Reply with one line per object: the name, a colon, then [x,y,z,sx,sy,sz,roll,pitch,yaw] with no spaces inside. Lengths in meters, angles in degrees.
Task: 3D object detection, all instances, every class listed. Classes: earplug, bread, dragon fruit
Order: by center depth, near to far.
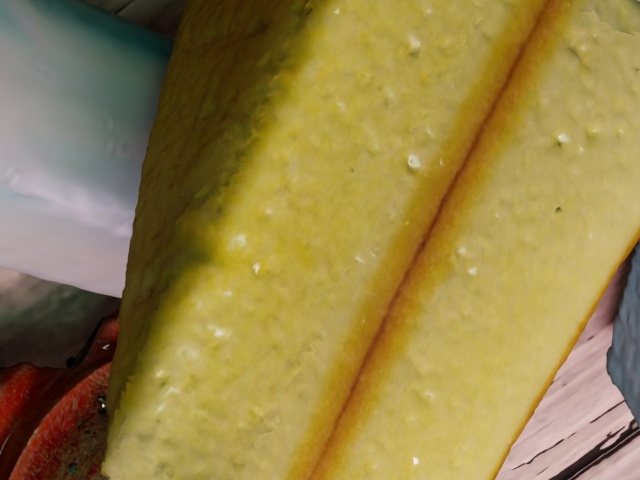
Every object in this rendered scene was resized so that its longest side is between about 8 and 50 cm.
bread: [0.000,0.000,0.884,0.233,0.245,0.362,36,76,-27]
earplug: [-0.103,-0.047,0.961,0.324,0.185,0.185,17,110,-30]
dragon fruit: [-0.110,0.191,1.046,0.268,0.130,0.295,-22,116,-48]

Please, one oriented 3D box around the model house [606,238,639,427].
model house: [0.344,-0.010,1.028,0.294,0.252,0.329,-4,122,-14]
